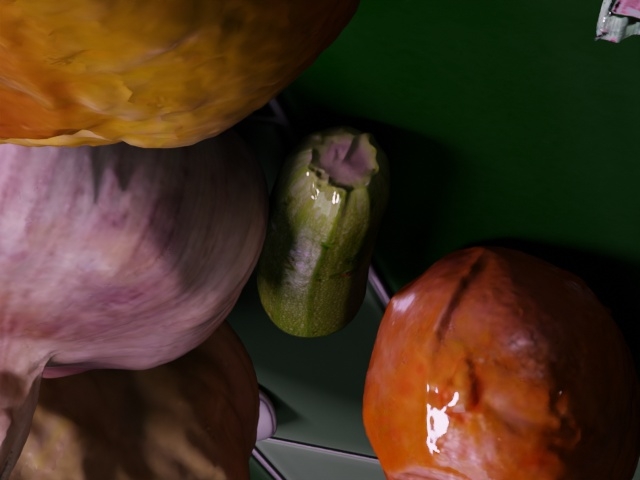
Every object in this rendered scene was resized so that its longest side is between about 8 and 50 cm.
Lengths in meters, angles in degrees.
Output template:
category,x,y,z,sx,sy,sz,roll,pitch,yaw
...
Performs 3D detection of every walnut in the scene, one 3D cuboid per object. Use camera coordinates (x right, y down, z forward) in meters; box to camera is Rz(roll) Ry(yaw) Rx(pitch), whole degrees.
category,x,y,z,sx,sy,sz,roll,pitch,yaw
walnut,-0.179,0.119,1.208,0.277,0.282,0.253,20,140,-19

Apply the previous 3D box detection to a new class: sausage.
category,x,y,z,sx,sy,sz,roll,pitch,yaw
sausage,0.106,0.097,1.128,0.153,0.141,0.268,10,163,14

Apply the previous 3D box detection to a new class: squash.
category,x,y,z,sx,sy,sz,roll,pitch,yaw
squash,0.000,0.000,1.061,0.066,0.066,0.229,15,159,1

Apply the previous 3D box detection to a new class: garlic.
category,x,y,z,sx,sy,sz,roll,pitch,yaw
garlic,-0.162,0.028,0.994,0.245,0.253,0.245,14,170,2

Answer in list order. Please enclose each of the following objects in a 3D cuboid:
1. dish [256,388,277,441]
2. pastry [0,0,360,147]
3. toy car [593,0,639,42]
category,x,y,z,sx,sy,sz,roll,pitch,yaw
dish,-0.150,0.123,1.524,0.234,0.064,0.154,22,160,-21
pastry,-0.151,-0.140,0.649,0.356,0.163,0.356,14,167,3
toy car,0.139,-0.094,0.701,0.069,0.055,0.142,15,175,4
